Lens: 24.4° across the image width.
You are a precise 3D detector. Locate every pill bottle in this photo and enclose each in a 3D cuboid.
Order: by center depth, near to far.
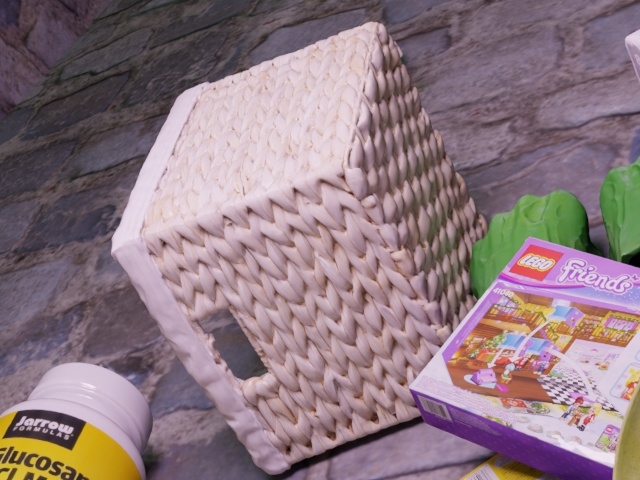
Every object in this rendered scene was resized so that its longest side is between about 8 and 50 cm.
[{"bbox_3d":[-0.296,0.290,1.560,0.188,0.188,0.334,-20,29,29],"label":"pill bottle"}]

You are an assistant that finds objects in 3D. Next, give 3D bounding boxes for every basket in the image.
[{"bbox_3d":[0.000,0.000,1.554,0.266,0.328,0.331,-20,28,20],"label":"basket"}]

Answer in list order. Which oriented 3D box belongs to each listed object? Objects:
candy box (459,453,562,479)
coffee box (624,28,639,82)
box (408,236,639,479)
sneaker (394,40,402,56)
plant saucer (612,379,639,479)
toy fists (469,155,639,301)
[{"bbox_3d":[0.192,0.209,1.291,0.206,0.027,0.105,-35,30,0],"label":"candy box"},{"bbox_3d":[0.469,-0.035,0.973,0.338,0.334,0.337,-28,25,-8],"label":"coffee box"},{"bbox_3d":[0.250,0.115,1.266,0.293,0.057,0.201,19,57,41],"label":"box"},{"bbox_3d":[0.079,-0.234,2.137,0.081,0.080,0.211,-31,27,17],"label":"sneaker"},{"bbox_3d":[0.283,0.144,0.923,0.241,0.037,0.241,-33,47,45],"label":"plant saucer"},{"bbox_3d":[0.279,0.001,1.475,0.279,0.096,0.142,-21,40,25],"label":"toy fists"}]
